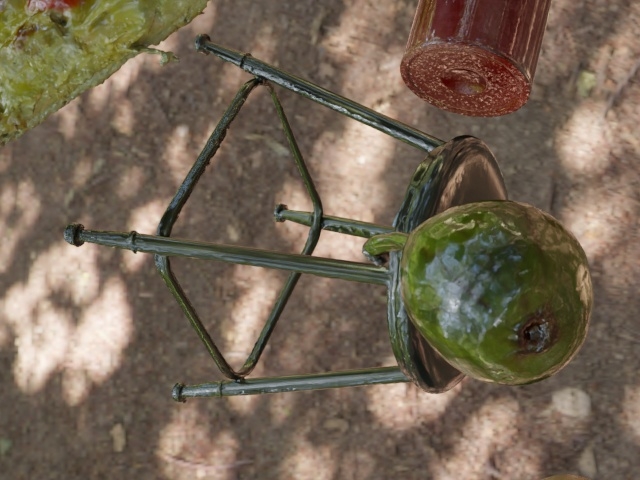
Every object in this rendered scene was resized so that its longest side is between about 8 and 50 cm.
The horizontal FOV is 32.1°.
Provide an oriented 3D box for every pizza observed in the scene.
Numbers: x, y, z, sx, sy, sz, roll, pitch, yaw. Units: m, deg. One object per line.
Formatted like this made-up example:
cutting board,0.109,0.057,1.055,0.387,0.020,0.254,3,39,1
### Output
pizza,-0.238,-0.252,1.133,0.287,0.075,0.280,-15,64,9

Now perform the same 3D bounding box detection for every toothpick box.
toothpick box,0.258,-0.383,1.712,0.204,0.204,0.333,-7,57,46

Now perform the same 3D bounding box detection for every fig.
fig,0.121,0.015,0.953,0.259,0.151,0.151,47,120,56

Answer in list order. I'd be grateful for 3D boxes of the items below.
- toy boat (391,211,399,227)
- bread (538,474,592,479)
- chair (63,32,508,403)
toy boat,0.219,-0.003,1.746,0.097,0.223,0.100,-97,23,-55
bread,0.284,0.329,1.320,0.147,0.217,0.098,-17,75,3
chair,0.000,0.000,1.398,0.410,0.365,0.362,8,53,28
